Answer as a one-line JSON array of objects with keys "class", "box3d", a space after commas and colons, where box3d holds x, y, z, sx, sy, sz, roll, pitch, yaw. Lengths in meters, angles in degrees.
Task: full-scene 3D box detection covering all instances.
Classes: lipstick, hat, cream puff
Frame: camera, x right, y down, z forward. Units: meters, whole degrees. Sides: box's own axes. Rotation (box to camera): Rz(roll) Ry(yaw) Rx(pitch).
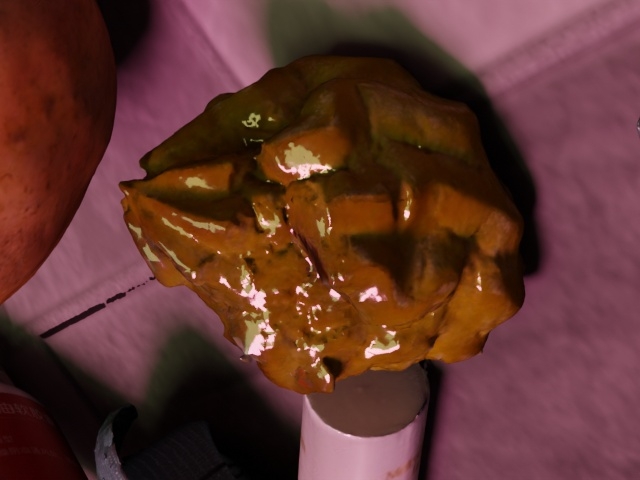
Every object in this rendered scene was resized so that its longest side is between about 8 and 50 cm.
[{"class": "lipstick", "box3d": [0.015, 0.149, 0.885, 0.059, 0.059, 0.264, 34, 145, 24]}, {"class": "hat", "box3d": [-0.064, 0.142, 0.952, 0.138, 0.078, 0.191, 52, 167, 0]}, {"class": "cream puff", "box3d": [0.000, 0.000, 0.694, 0.146, 0.116, 0.146, 32, 141, 30]}]

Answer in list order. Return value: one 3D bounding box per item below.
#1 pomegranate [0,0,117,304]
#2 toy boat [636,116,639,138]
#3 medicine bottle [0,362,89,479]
[{"class": "pomegranate", "box3d": [-0.229, -0.081, 0.759, 0.281, 0.281, 0.281, 32, 144, 27]}, {"class": "toy boat", "box3d": [0.147, 0.007, 0.572, 0.055, 0.060, 0.141, 10, 138, 45]}, {"class": "medicine bottle", "box3d": [-0.191, 0.173, 1.040, 0.250, 0.131, 0.131, 52, 157, 43]}]
